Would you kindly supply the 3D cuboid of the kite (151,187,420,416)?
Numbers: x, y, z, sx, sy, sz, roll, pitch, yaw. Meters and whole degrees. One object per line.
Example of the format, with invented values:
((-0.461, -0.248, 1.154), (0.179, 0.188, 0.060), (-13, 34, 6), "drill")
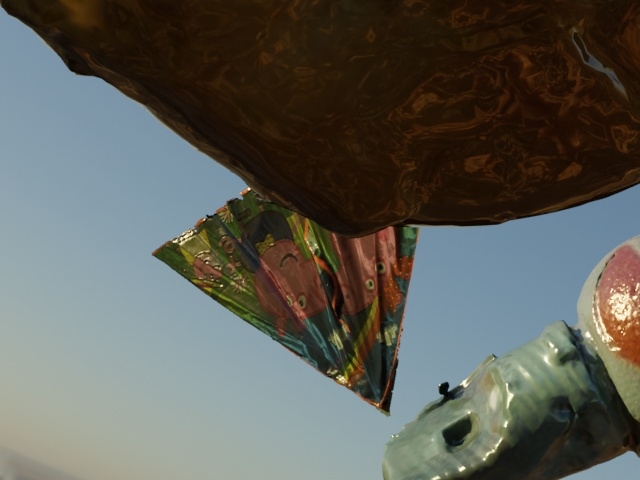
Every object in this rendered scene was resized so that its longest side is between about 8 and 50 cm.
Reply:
((0.000, 0.000, 0.893), (0.016, 0.233, 0.321), (-7, -20, -42), "kite")

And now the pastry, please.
((0.045, -0.187, 0.614), (0.410, 0.245, 0.409), (2, -42, 2), "pastry")

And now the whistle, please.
((0.201, 0.098, 1.025), (0.348, 0.189, 0.189), (-21, -18, 2), "whistle")
